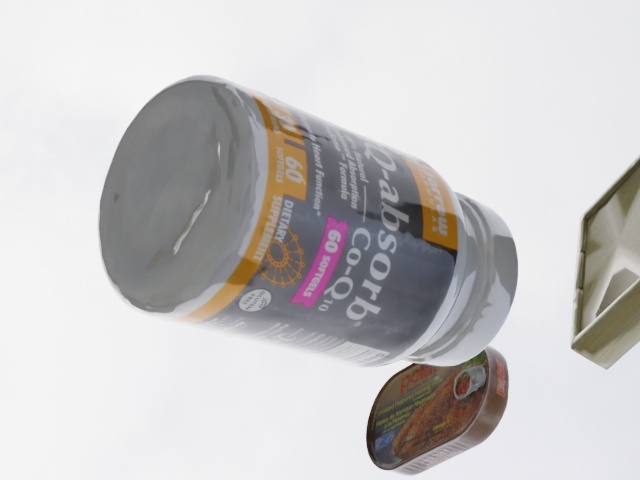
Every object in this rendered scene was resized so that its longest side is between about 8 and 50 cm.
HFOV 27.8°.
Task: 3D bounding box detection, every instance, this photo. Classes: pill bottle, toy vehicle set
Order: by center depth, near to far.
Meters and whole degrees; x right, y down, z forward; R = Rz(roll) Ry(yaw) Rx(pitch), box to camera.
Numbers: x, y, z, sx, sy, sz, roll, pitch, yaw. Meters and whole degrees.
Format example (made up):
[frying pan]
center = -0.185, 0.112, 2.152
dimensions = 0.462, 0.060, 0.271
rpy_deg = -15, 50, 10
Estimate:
[pill bottle]
center = 0.000, 0.000, 0.897
dimensions = 0.162, 0.278, 0.162
rpy_deg = -20, -118, 44
[toy vehicle set]
center = 0.279, -0.041, 0.952
dimensions = 0.035, 0.166, 0.267
rpy_deg = 29, -49, -10

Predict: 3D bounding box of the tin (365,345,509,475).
[tin]
center = 0.113, 0.163, 1.262
dimensions = 0.190, 0.040, 0.106
rpy_deg = -36, -136, 45
